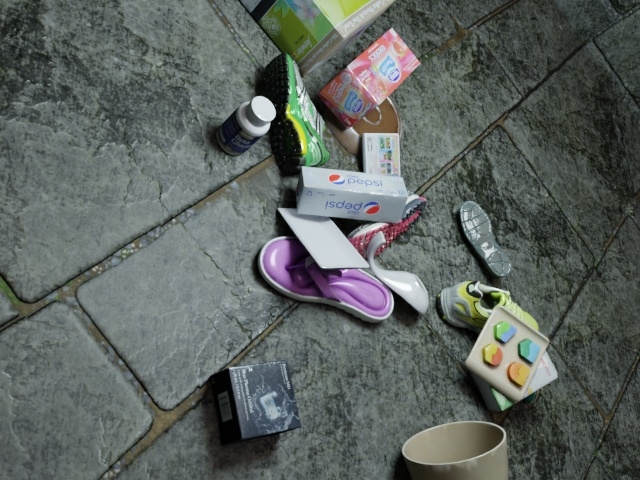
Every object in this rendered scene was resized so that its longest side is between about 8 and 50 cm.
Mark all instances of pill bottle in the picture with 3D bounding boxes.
[{"bbox_3d":[-0.186,-0.293,1.768,0.094,0.169,0.094,17,59,-30],"label":"pill bottle"}]

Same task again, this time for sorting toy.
[{"bbox_3d":[0.528,0.314,1.954,0.193,0.038,0.208,36,72,-4],"label":"sorting toy"}]

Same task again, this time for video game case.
[{"bbox_3d":[0.183,-0.242,2.092,0.143,0.019,0.157,-7,96,-40],"label":"video game case"}]

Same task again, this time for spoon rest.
[{"bbox_3d":[0.210,0.100,1.920,0.276,0.084,0.137,51,14,-26],"label":"spoon rest"}]

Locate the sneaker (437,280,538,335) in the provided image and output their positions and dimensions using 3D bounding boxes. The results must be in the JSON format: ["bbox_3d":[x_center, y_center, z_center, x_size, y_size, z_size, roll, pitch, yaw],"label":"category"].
[{"bbox_3d":[0.530,0.225,2.084,0.384,0.147,0.145,19,56,-31],"label":"sneaker"}]

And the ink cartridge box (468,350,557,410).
[{"bbox_3d":[0.553,0.376,2.017,0.212,0.093,0.154,-24,84,-17],"label":"ink cartridge box"}]

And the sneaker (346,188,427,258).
[{"bbox_3d":[0.172,-0.052,1.981,0.112,0.121,0.299,36,49,25],"label":"sneaker"}]

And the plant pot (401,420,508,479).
[{"bbox_3d":[0.352,0.622,1.712,0.256,0.256,0.274,-15,94,-41],"label":"plant pot"}]

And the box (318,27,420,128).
[{"bbox_3d":[0.147,-0.481,2.067,0.142,0.154,0.300,49,47,-9],"label":"box"}]

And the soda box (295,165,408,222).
[{"bbox_3d":[0.081,-0.121,1.863,0.286,0.098,0.091,5,43,-12],"label":"soda box"}]

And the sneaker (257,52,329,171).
[{"bbox_3d":[-0.072,-0.352,1.932,0.146,0.134,0.344,-6,81,-46],"label":"sneaker"}]

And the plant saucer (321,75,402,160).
[{"bbox_3d":[0.143,-0.386,2.152,0.310,0.050,0.311,16,60,-31],"label":"plant saucer"}]

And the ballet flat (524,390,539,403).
[{"bbox_3d":[0.650,0.421,2.143,0.052,0.057,0.168,26,55,-37],"label":"ballet flat"}]

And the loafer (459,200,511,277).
[{"bbox_3d":[0.514,0.004,2.240,0.096,0.084,0.268,-24,79,-11],"label":"loafer"}]

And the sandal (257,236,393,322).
[{"bbox_3d":[0.035,0.086,1.798,0.416,0.102,0.169,22,57,-28],"label":"sandal"}]

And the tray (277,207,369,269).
[{"bbox_3d":[0.000,0.000,1.780,0.145,0.030,0.270,0,34,-32],"label":"tray"}]

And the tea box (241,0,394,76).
[{"bbox_3d":[-0.010,-0.726,2.083,0.323,0.220,0.329,49,48,-6],"label":"tea box"}]

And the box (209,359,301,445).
[{"bbox_3d":[-0.143,0.355,1.538,0.158,0.093,0.156,0,69,-39],"label":"box"}]

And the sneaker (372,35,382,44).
[{"bbox_3d":[0.212,-0.578,2.292,0.084,0.069,0.186,17,65,-41],"label":"sneaker"}]
